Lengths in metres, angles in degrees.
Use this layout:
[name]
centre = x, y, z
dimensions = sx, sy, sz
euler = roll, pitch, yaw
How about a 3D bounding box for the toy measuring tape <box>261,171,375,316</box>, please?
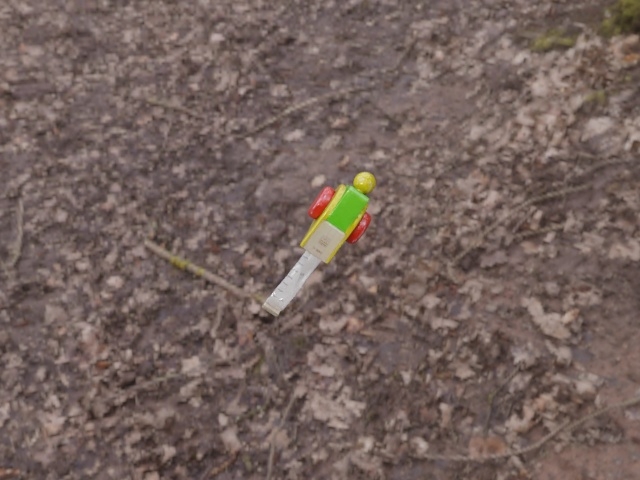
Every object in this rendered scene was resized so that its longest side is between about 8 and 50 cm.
[toy measuring tape]
centre = 0.000, 0.000, 1.667
dimensions = 0.121, 0.330, 0.121
euler = 33, 17, -12
